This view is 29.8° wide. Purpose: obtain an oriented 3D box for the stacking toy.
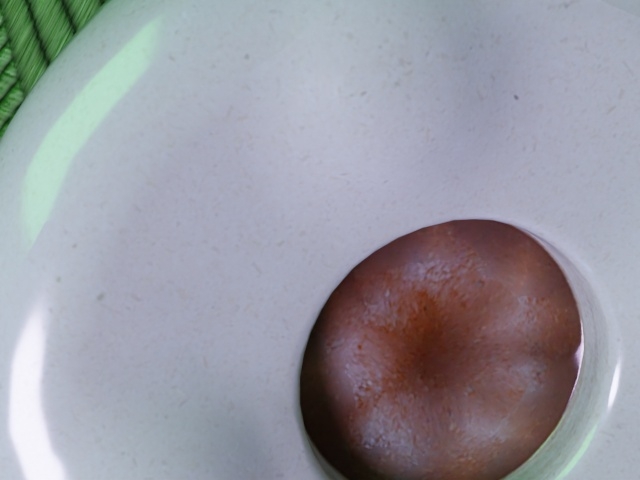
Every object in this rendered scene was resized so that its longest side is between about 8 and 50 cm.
[{"bbox_3d":[0.000,0.000,0.619,0.351,0.350,0.480,-57,19,4],"label":"stacking toy"}]
